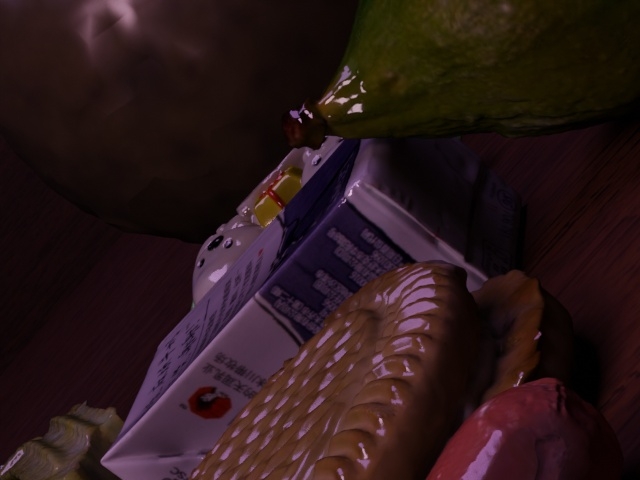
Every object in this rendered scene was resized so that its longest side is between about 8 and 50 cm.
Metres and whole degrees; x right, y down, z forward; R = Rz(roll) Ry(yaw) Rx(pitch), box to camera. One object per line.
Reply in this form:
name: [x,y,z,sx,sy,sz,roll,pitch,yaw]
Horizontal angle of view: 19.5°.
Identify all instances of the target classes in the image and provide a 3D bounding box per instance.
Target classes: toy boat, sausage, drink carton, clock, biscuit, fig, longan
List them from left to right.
toy boat: [-0.128,0.152,1.103,0.084,0.111,0.276,-48,5,-16]
longan: [-0.092,-0.185,1.422,0.391,0.391,0.391,-48,10,11]
drink carton: [-0.004,0.046,0.974,0.222,0.102,0.134,-46,12,23]
clock: [0.000,0.000,1.120,0.231,0.103,0.144,-48,1,8]
biscuit: [0.002,0.111,0.762,0.259,0.079,0.259,-50,8,10]
fig: [0.082,-0.125,0.905,0.235,0.203,0.203,-38,13,14]
sausage: [0.063,0.089,0.617,0.094,0.059,0.054,-55,-11,-16]
